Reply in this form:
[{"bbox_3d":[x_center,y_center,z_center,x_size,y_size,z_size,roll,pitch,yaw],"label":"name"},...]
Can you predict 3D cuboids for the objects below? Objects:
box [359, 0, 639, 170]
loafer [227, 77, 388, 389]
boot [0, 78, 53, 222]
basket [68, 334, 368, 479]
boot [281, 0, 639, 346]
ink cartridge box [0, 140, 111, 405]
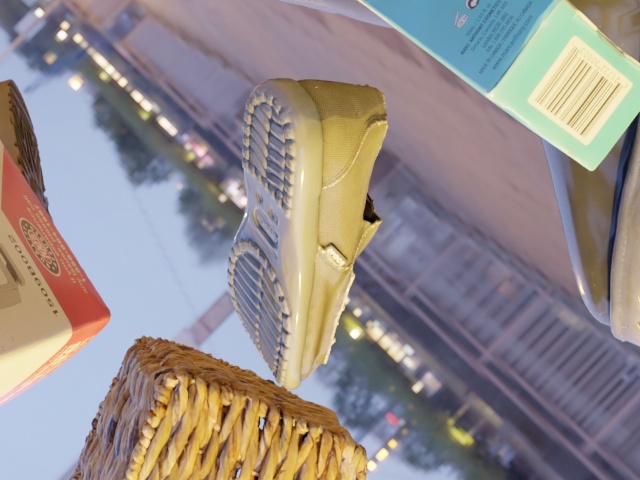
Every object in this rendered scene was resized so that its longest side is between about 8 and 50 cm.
[{"bbox_3d":[0.065,-0.135,0.763,0.100,0.060,0.244,27,-167,-43],"label":"box"},{"bbox_3d":[0.000,0.000,0.888,0.094,0.087,0.251,56,152,34],"label":"loafer"},{"bbox_3d":[-0.311,0.018,0.924,0.089,0.270,0.236,73,179,-47],"label":"boot"},{"bbox_3d":[-0.099,0.251,1.127,0.213,0.299,0.223,23,177,-15],"label":"basket"},{"bbox_3d":[0.081,-0.158,1.004,0.445,0.146,0.367,21,124,32],"label":"boot"},{"bbox_3d":[-0.219,-0.006,0.566,0.207,0.117,0.283,58,-172,1],"label":"ink cartridge box"}]
